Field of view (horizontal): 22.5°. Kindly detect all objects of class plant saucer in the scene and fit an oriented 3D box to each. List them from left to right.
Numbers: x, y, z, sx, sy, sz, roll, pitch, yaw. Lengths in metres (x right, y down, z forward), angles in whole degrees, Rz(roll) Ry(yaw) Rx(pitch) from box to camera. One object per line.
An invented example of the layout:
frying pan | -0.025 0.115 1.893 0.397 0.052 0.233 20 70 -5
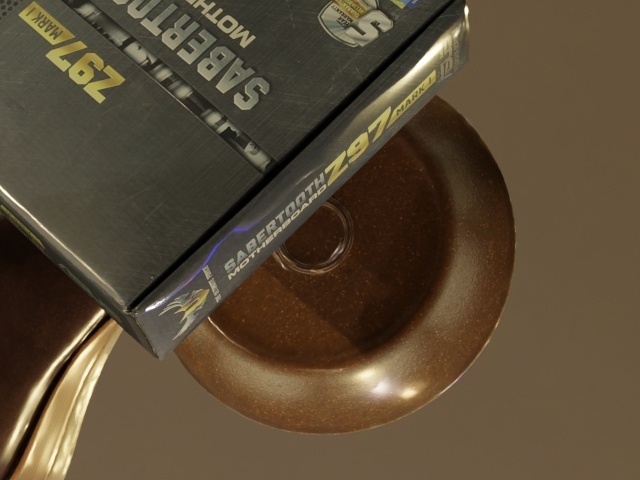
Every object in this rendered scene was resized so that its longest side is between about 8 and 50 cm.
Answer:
plant saucer | 0.000 0.000 0.832 0.198 0.199 0.036 65 -173 16

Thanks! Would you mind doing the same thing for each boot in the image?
boot | -0.178 0.013 0.810 0.207 0.090 0.248 27 -109 -60

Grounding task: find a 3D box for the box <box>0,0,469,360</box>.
box | -0.083 -0.092 0.665 0.233 0.183 0.059 41 168 21
